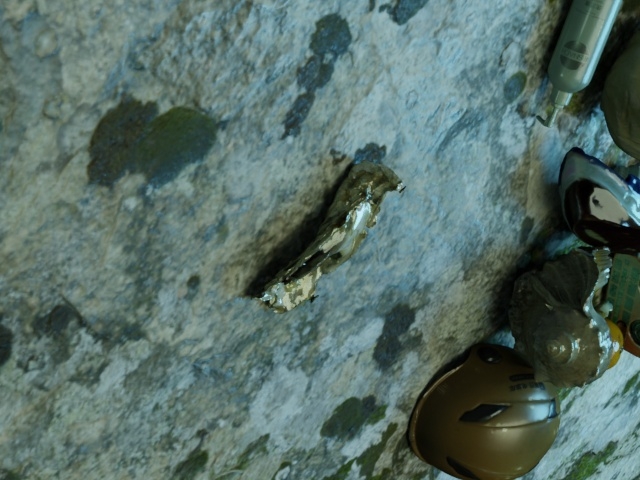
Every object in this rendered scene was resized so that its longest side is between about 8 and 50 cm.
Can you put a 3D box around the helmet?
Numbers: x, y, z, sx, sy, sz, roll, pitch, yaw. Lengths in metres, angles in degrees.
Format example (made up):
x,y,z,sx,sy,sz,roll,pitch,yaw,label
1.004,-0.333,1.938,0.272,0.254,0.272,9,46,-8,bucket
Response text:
x,y,z,sx,sy,sz,roll,pitch,yaw,label
0.238,0.245,1.924,0.224,0.130,0.198,-7,119,-44,helmet

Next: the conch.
x,y,z,sx,sy,sz,roll,pitch,yaw,label
0.336,0.093,1.893,0.245,0.163,0.178,-19,143,-60,conch

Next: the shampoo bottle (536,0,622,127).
x,y,z,sx,sy,sz,roll,pitch,yaw,label
0.305,-0.222,1.702,0.056,0.056,0.195,-5,120,-46,shampoo bottle

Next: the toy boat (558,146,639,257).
x,y,z,sx,sy,sz,roll,pitch,yaw,label
0.383,-0.058,1.881,0.262,0.114,0.115,23,65,-55,toy boat

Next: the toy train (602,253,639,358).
x,y,z,sx,sy,sz,roll,pitch,yaw,label
0.468,0.077,2.075,0.072,0.099,0.188,-27,134,-36,toy train

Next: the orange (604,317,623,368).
x,y,z,sx,sy,sz,roll,pitch,yaw,label
0.396,0.149,2.066,0.083,0.083,0.084,-28,135,-32,orange

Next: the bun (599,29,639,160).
x,y,z,sx,sy,sz,roll,pitch,yaw,label
0.411,-0.184,1.800,0.173,0.113,0.167,-66,154,-25,bun

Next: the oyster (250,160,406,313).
x,y,z,sx,sy,sz,roll,pitch,yaw,label
0.001,0.003,1.557,0.200,0.061,0.106,-40,158,-16,oyster
